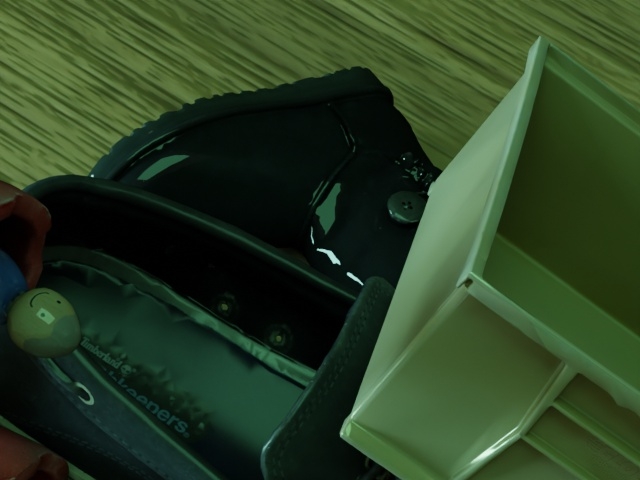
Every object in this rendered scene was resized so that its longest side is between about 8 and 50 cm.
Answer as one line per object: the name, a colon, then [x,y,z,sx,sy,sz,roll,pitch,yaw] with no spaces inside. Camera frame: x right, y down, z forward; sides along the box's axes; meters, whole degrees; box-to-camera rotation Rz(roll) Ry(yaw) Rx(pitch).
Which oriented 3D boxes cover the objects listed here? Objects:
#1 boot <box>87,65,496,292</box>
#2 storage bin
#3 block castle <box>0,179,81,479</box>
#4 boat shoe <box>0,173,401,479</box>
boot: [0.000,0.000,1.082,0.246,0.094,0.207,-20,56,-32]
storage bin: [0.168,0.062,0.922,0.260,0.123,0.262,35,32,-7]
block castle: [-0.303,0.163,0.769,0.213,0.303,0.453,32,53,21]
boat shoe: [0.016,0.117,0.962,0.500,0.156,0.187,28,51,8]
